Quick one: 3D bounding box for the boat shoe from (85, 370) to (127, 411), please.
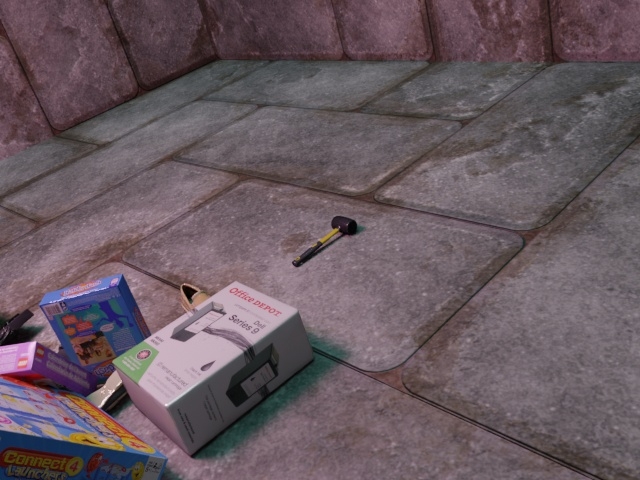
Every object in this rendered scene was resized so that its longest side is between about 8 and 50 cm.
[{"bbox_3d":[-0.403,0.298,1.257,0.049,0.043,0.137,26,62,36],"label":"boat shoe"}]

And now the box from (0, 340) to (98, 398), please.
[{"bbox_3d":[-0.604,0.268,1.255,0.293,0.201,0.057,-10,59,12],"label":"box"}]

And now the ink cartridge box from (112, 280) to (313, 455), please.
[{"bbox_3d":[-0.191,0.215,1.211,0.289,0.121,0.211,-34,34,-30],"label":"ink cartridge box"}]

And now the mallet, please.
[{"bbox_3d":[0.000,0.000,1.588,0.190,0.039,0.062,-34,32,-21],"label":"mallet"}]

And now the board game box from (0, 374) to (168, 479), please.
[{"bbox_3d":[-0.446,0.296,1.028,0.308,0.302,0.086,15,78,43],"label":"board game box"}]

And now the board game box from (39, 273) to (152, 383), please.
[{"bbox_3d":[-0.425,0.180,1.307,0.160,0.210,0.047,-14,28,4],"label":"board game box"}]

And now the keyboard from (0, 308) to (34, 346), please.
[{"bbox_3d":[-0.758,0.256,1.463,0.202,0.033,0.317,-24,20,38],"label":"keyboard"}]

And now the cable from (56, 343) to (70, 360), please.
[{"bbox_3d":[-0.482,0.216,1.456,0.185,0.047,0.150,-8,25,21],"label":"cable"}]

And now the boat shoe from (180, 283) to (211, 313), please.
[{"bbox_3d":[-0.251,0.141,1.425,0.068,0.072,0.190,-35,34,-30],"label":"boat shoe"}]
